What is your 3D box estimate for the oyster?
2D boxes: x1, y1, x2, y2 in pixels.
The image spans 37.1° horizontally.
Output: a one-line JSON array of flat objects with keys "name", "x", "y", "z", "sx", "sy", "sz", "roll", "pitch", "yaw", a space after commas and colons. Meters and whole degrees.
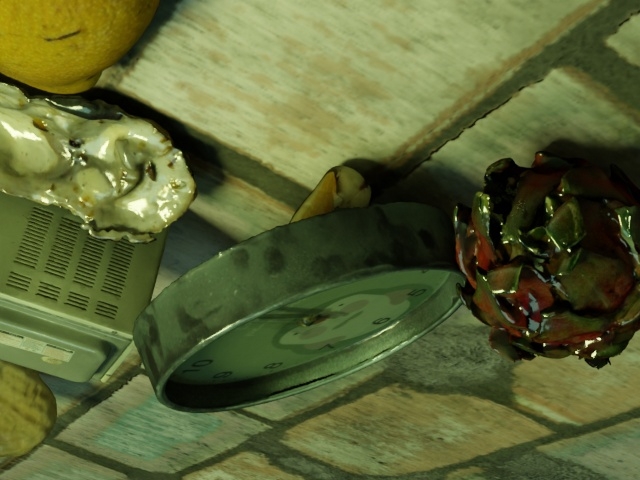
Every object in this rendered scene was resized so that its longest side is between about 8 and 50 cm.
[{"name": "oyster", "x": -0.271, "y": -0.103, "z": 0.848, "sx": 0.345, "sy": 0.078, "sz": 0.128, "roll": 22, "pitch": 126, "yaw": -13}]

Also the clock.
[{"name": "clock", "x": -0.013, "y": 0.071, "z": 0.888, "sx": 0.319, "sy": 0.066, "sz": 0.319, "roll": -18, "pitch": 158, "yaw": -8}]

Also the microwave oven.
[{"name": "microwave oven", "x": -0.291, "y": 0.022, "z": 0.934, "sx": 0.240, "sy": 0.194, "sz": 0.145, "roll": 21, "pitch": 149, "yaw": -19}]

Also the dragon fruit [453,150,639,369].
[{"name": "dragon fruit", "x": 0.198, "y": 0.016, "z": 0.784, "sx": 0.182, "sy": 0.182, "sz": 0.188, "roll": 10, "pitch": 162, "yaw": 3}]

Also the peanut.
[{"name": "peanut", "x": -0.489, "y": 0.186, "z": 1.308, "sx": 0.159, "sy": 0.143, "sz": 0.291, "roll": 2, "pitch": 143, "yaw": 31}]

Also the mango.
[{"name": "mango", "x": -0.192, "y": -0.175, "z": 0.662, "sx": 0.157, "sy": 0.109, "sz": 0.262, "roll": 15, "pitch": 150, "yaw": -12}]

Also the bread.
[{"name": "bread", "x": 0.000, "y": 0.000, "z": 0.915, "sx": 0.053, "sy": 0.073, "sz": 0.214, "roll": 2, "pitch": 150, "yaw": -21}]
